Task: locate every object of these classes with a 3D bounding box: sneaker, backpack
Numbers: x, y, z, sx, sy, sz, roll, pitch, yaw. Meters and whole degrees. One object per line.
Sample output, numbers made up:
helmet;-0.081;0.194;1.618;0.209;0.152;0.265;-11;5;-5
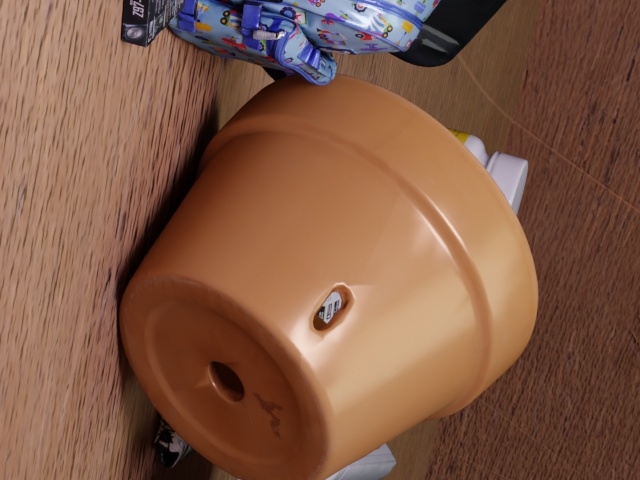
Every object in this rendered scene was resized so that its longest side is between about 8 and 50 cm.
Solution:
sneaker;-0.124;0.161;1.493;0.037;0.032;0.083;-52;152;-39
backpack;-0.002;-0.173;1.239;0.158;0.173;0.117;18;89;-80

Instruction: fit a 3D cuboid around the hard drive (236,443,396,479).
hard drive;-0.058;0.249;1.574;0.233;0.047;0.353;-34;170;4

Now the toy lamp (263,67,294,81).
toy lamp;0.063;-0.227;1.382;0.274;0.080;0.080;-37;159;-11

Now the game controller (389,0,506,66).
game controller;0.158;-0.300;1.676;0.319;0.067;0.166;-47;145;19

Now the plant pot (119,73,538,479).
plant pot;-0.013;0.048;1.321;0.203;0.291;0.291;-42;151;-37

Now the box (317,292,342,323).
box;0.000;0.000;1.721;0.114;0.036;0.207;-24;138;-35

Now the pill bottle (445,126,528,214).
pill bottle;0.097;-0.062;1.787;0.119;0.208;0.119;16;90;-79

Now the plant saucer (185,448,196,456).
plant saucer;-0.106;0.143;1.579;0.119;0.021;0.119;17;90;-78

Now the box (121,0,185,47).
box;-0.104;-0.176;1.136;0.067;0.018;0.083;-59;162;-53
